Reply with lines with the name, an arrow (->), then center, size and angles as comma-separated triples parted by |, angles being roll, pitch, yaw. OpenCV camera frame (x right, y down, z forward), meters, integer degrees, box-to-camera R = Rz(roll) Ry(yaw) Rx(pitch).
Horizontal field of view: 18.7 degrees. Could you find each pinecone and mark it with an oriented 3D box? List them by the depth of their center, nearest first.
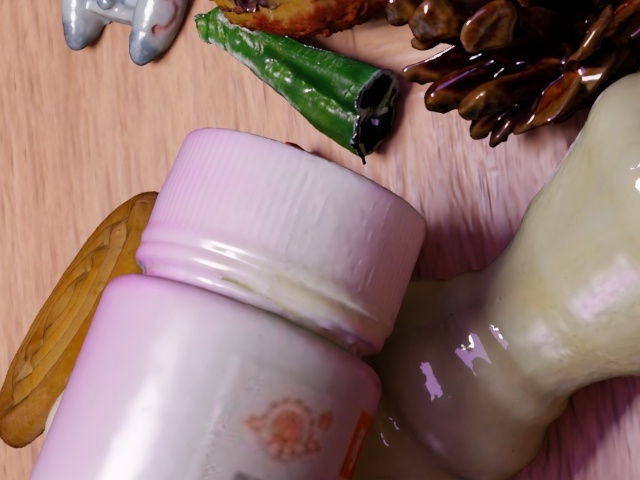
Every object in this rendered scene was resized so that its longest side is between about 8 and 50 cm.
pinecone -> 0.158, -0.182, 1.522 | 0.229, 0.202, 0.201 | -40, 77, 40

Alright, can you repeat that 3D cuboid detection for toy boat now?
toy boat -> -0.179, -0.268, 1.775 | 0.134, 0.079, 0.208 | 18, 95, 30

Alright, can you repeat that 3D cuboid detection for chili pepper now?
chili pepper -> -0.033, -0.151, 1.702 | 0.227, 0.059, 0.088 | 30, 125, 33

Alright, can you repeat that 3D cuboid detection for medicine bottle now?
medicine bottle -> -0.079, 0.131, 1.399 | 0.219, 0.219, 0.388 | 14, 77, 28

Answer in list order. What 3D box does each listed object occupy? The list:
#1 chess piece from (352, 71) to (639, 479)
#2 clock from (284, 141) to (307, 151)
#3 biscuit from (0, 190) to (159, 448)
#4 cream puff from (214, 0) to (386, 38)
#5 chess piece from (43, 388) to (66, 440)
chess piece -> 0.182, 0.050, 1.489 | 0.442, 0.234, 0.234 | -36, 70, 25
clock -> 0.000, 0.000, 1.668 | 0.155, 0.061, 0.113 | 39, 103, 28
biscuit -> -0.210, 0.064, 1.680 | 0.037, 0.262, 0.262 | 34, 104, -15
cream puff -> -0.008, -0.279, 1.640 | 0.240, 0.164, 0.240 | -3, 80, 15
chess piece -> -0.126, 0.159, 1.605 | 0.142, 0.261, 0.143 | -4, 81, 28
